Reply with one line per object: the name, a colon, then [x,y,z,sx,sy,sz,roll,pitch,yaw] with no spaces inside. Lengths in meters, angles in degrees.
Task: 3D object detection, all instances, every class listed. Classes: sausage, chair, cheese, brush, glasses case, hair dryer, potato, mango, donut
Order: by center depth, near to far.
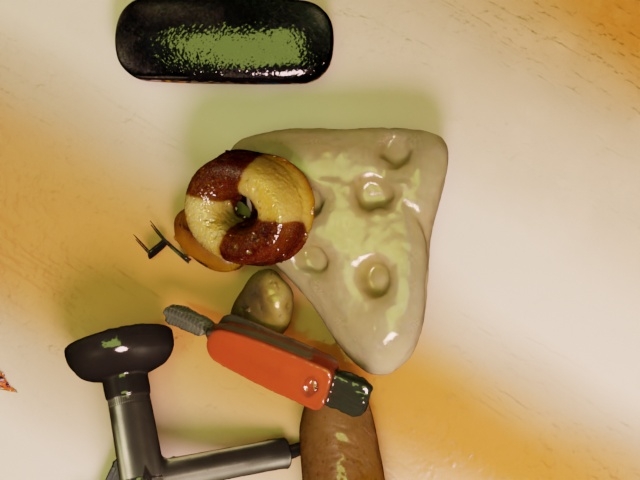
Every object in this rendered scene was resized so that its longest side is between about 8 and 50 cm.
donut: [-0.104,-0.042,1.540,0.184,0.073,0.166,26,108,22]
brush: [-0.080,0.162,1.561,0.323,0.051,0.070,22,117,17]
sausage: [0.047,0.430,1.581,0.123,0.136,0.501,-10,86,19]
cheese: [0.000,0.000,1.612,0.328,0.129,0.351,9,87,8]
potato: [-0.083,0.101,1.616,0.138,0.070,0.091,-52,54,32]
hair dryer: [-0.190,0.269,1.620,0.284,0.156,0.320,-12,77,-42]
mango: [-0.162,0.005,1.640,0.127,0.077,0.063,36,74,10]
glasses case: [-0.140,-0.292,1.652,0.321,0.082,0.122,2,86,4]
chair: [-0.236,0.014,1.664,0.086,0.037,0.042,42,78,8]

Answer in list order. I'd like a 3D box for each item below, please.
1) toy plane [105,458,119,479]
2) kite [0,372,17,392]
toy plane: [-0.331,0.475,1.614,0.316,0.103,0.204,-39,75,2]
kite: [-0.561,0.166,1.690,0.125,0.008,0.222,-32,86,3]
